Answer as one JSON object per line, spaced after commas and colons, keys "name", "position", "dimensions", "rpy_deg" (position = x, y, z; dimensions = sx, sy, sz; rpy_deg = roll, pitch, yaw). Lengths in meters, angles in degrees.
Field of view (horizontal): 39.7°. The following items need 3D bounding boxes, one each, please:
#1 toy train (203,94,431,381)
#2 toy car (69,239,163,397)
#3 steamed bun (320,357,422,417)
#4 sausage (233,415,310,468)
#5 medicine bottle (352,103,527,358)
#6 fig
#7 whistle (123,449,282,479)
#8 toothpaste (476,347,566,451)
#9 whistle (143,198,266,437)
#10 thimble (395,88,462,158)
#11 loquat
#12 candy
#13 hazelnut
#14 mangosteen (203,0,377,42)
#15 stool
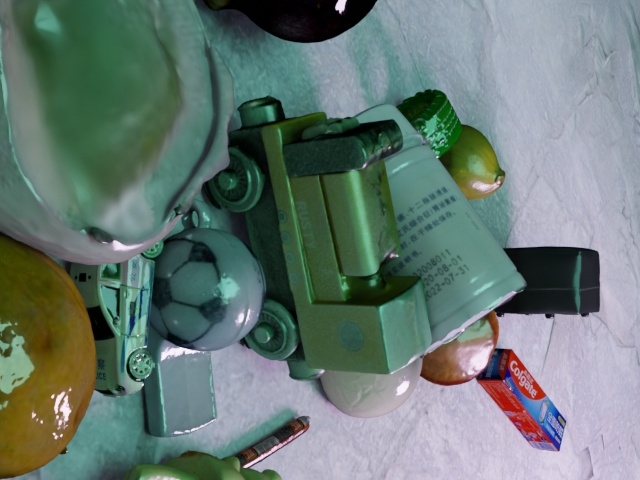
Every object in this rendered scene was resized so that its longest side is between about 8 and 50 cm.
{"name": "toy train", "position": [0.000, 0.000, 1.176], "dimensions": [0.160, 0.253, 0.397], "rpy_deg": [-26, 109, -51]}
{"name": "toy car", "position": [-0.237, 0.062, 0.997], "dimensions": [0.076, 0.090, 0.224], "rpy_deg": [11, 79, -48]}
{"name": "steamed bun", "position": [0.084, 0.163, 1.372], "dimensions": [0.177, 0.130, 0.228], "rpy_deg": [-22, 107, -50]}
{"name": "sausage", "position": [-0.074, 0.287, 1.245], "dimensions": [0.198, 0.025, 0.028], "rpy_deg": [-21, 73, -52]}
{"name": "medicine bottle", "position": [0.127, -0.017, 1.289], "dimensions": [0.190, 0.190, 0.332], "rpy_deg": [-20, 72, -51]}
{"name": "fig", "position": [0.263, -0.142, 1.640], "dimensions": [0.153, 0.121, 0.136], "rpy_deg": [37, 62, -18]}
{"name": "whistle", "position": [-0.139, 0.325, 1.089], "dimensions": [0.288, 0.106, 0.131], "rpy_deg": [36, 68, -48]}
{"name": "toothpaste", "position": [0.425, 0.337, 1.854], "dimensions": [0.320, 0.066, 0.076], "rpy_deg": [49, 52, -40]}
{"name": "whistle", "position": [-0.138, 0.094, 1.068], "dimensions": [0.163, 0.163, 0.290], "rpy_deg": [-9, 94, -52]}
{"name": "thimble", "position": [0.176, -0.194, 1.528], "dimensions": [0.090, 0.118, 0.130], "rpy_deg": [59, 28, -26]}
{"name": "loquat", "position": [-0.316, 0.106, 0.808], "dimensions": [0.238, 0.193, 0.238], "rpy_deg": [15, 73, -58]}
{"name": "candy", "position": [-0.251, -0.183, 0.900], "dimensions": [0.386, 0.186, 0.427], "rpy_deg": [64, 31, -15]}
{"name": "hazelnut", "position": [0.208, 0.158, 1.514], "dimensions": [0.182, 0.182, 0.182], "rpy_deg": [5, 84, -52]}
{"name": "mangosteen", "position": [-0.051, -0.404, 1.168], "dimensions": [0.302, 0.275, 0.275], "rpy_deg": [5, 83, -19]}
{"name": "stool", "position": [0.443, 0.084, 1.775], "dimensions": [0.232, 0.232, 0.141], "rpy_deg": [2, 87, -52]}
